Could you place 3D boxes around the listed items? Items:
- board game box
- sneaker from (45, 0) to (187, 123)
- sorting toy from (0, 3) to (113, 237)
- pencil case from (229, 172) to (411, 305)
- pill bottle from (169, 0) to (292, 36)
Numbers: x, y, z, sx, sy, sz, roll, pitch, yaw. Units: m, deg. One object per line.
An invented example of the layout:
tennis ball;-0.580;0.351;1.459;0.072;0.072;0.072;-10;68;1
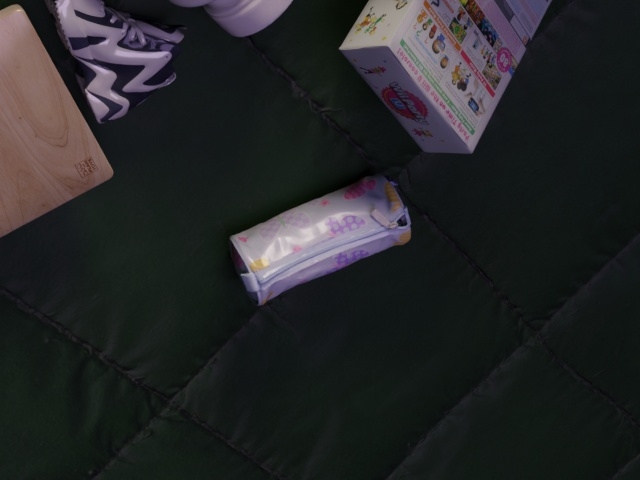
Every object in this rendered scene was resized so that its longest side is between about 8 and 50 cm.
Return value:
board game box;0.184;-0.304;1.537;0.224;0.097;0.303;45;65;-37
sneaker;-0.249;-0.271;1.423;0.153;0.094;0.235;-25;127;-12
sorting toy;-0.434;-0.137;1.414;0.255;0.089;0.257;-29;128;-7
pencil case;0.000;0.000;1.693;0.273;0.124;0.113;-22;127;-12
pill bottle;-0.166;-0.390;1.338;0.176;0.176;0.318;-45;128;5
